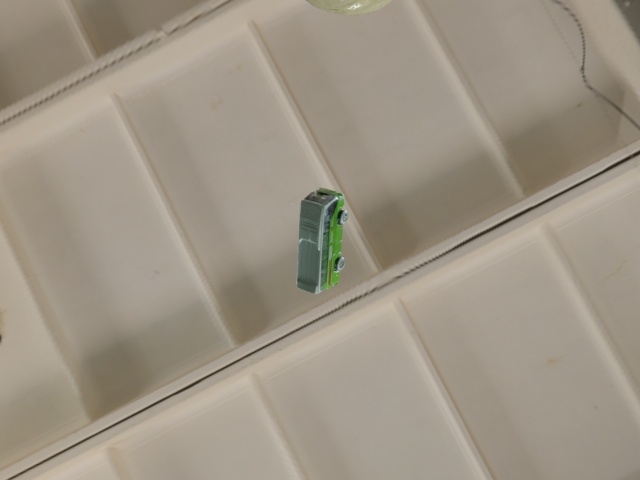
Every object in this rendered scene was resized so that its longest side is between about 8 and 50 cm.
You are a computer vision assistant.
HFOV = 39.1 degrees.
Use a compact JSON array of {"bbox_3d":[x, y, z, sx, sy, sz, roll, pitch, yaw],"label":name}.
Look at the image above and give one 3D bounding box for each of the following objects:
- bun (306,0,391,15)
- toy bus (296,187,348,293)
[{"bbox_3d":[0.031,-0.264,0.602,0.128,0.222,0.222,-14,-98,37],"label":"bun"},{"bbox_3d":[0.000,0.000,0.752,0.031,0.037,0.083,19,-63,33],"label":"toy bus"}]
